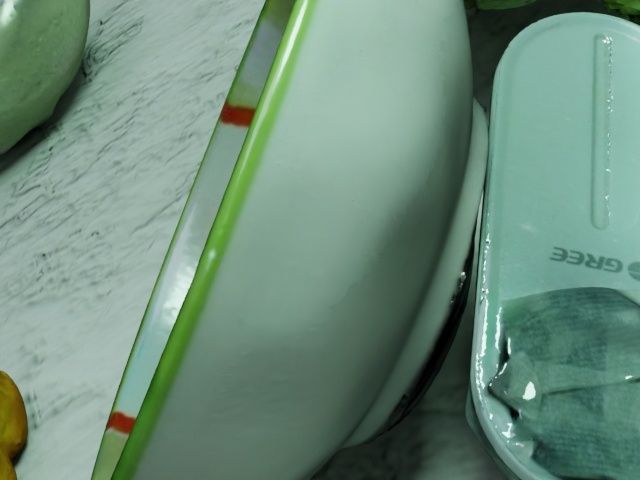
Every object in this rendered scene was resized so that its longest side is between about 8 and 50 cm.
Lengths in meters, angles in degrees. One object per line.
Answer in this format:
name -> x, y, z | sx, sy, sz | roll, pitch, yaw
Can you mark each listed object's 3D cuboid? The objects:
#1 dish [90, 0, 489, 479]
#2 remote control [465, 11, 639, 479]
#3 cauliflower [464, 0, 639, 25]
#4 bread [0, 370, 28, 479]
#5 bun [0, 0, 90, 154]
dish -> 0.000, 0.000, 0.516 | 0.324, 0.124, 0.324 | -159, 90, -80
remote control -> 0.119, 0.002, 0.476 | 0.104, 0.052, 0.247 | 11, 59, -1
cauliflower -> 0.141, -0.221, 0.633 | 0.275, 0.272, 0.250 | -47, 67, 9
bread -> -0.232, 0.161, 0.601 | 0.094, 0.102, 0.246 | -27, 36, 24
bun -> -0.320, -0.185, 0.992 | 0.283, 0.179, 0.283 | -10, 67, 24
